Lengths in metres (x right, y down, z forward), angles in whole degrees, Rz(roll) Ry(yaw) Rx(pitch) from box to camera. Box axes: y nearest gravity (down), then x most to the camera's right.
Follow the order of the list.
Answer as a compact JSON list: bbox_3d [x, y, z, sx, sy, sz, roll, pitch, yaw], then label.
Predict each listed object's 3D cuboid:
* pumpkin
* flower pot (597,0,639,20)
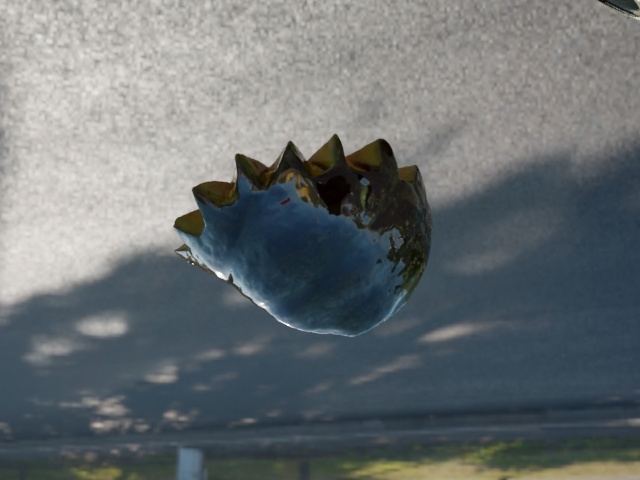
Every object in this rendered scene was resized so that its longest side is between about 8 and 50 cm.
[{"bbox_3d":[0.000,0.000,0.890,0.254,0.149,0.130,-15,153,-10],"label":"pumpkin"},{"bbox_3d":[0.326,-0.374,1.133,0.140,0.235,0.235,-50,143,13],"label":"flower pot"}]
